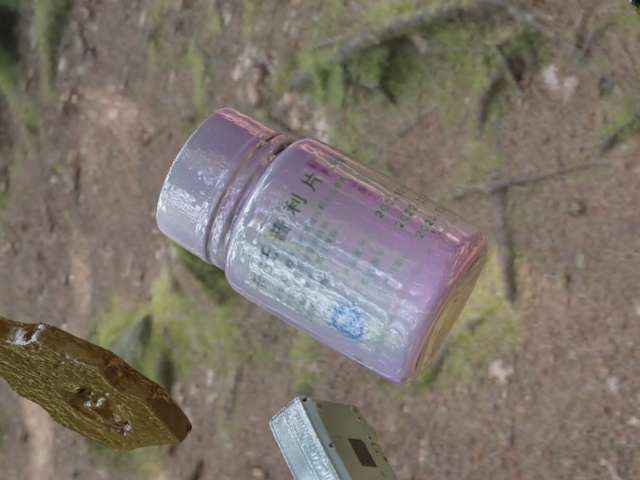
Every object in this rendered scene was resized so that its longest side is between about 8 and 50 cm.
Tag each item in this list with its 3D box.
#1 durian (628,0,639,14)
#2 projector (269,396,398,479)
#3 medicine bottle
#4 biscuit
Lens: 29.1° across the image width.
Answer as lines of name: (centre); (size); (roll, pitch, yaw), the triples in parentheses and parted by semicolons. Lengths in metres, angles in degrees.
durian: (0.382, -0.158, 1.125); (0.132, 0.375, 0.107); (-16, 44, 49)
projector: (0.026, 0.242, 1.321); (0.061, 0.115, 0.147); (-42, 57, 20)
medicine bottle: (0.000, 0.000, 1.036); (0.254, 0.152, 0.152); (28, 108, 13)
biscuit: (-0.232, 0.129, 1.158); (0.182, 0.215, 0.034); (-19, 39, 48)
